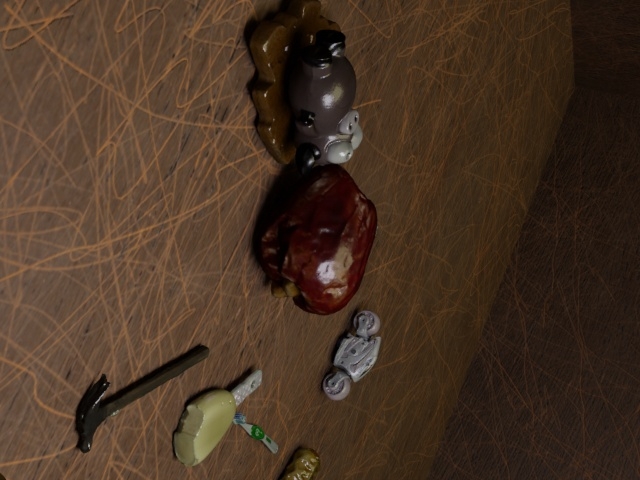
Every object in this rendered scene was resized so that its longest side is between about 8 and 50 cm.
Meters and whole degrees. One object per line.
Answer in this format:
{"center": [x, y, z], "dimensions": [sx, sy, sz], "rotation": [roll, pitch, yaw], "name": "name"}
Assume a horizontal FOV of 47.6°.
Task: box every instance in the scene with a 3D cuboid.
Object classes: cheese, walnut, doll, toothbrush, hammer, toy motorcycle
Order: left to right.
{"center": [-0.284, 0.240, 1.207], "dimensions": [0.297, 0.027, 0.125], "rotation": [-23, 131, -57], "name": "hammer"}
{"center": [-0.190, 0.325, 1.423], "dimensions": [0.255, 0.050, 0.127], "rotation": [-38, 137, -52], "name": "cheese"}
{"center": [-0.143, 0.428, 1.612], "dimensions": [0.030, 0.030, 0.304], "rotation": [-61, 155, -20], "name": "toothbrush"}
{"center": [0.000, 0.000, 1.419], "dimensions": [0.269, 0.222, 0.244], "rotation": [-57, -177, -14], "name": "walnut"}
{"center": [0.008, -0.235, 1.274], "dimensions": [0.182, 0.117, 0.257], "rotation": [-54, 150, -39], "name": "doll"}
{"center": [0.093, 0.303, 1.896], "dimensions": [0.254, 0.112, 0.112], "rotation": [-64, 153, -14], "name": "toy motorcycle"}

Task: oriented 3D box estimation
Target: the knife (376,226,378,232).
{"center": [0.049, -0.029, 1.657], "dimensions": [0.123, 0.053, 0.278], "rotation": [-63, 152, -7], "name": "knife"}

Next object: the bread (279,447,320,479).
{"center": [-0.107, 0.673, 1.784], "dimensions": [0.367, 0.084, 0.077], "rotation": [-56, -167, -28], "name": "bread"}

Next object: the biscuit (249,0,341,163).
{"center": [-0.057, -0.282, 1.298], "dimensions": [0.278, 0.043, 0.301], "rotation": [-22, 128, -60], "name": "biscuit"}

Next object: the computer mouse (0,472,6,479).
{"center": [-0.487, 0.425, 0.880], "dimensions": [0.310, 0.072, 0.158], "rotation": [-65, 152, -11], "name": "computer mouse"}
